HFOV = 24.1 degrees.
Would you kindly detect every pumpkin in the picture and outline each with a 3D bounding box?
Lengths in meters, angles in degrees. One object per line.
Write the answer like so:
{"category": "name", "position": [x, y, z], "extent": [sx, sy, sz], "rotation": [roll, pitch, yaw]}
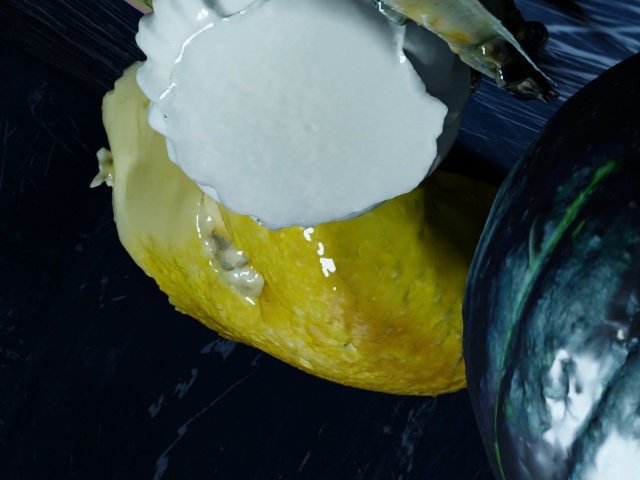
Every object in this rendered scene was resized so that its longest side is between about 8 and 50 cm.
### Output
{"category": "pumpkin", "position": [0.186, 0.066, 0.512], "extent": [0.315, 0.238, 0.315], "rotation": [28, -164, -9]}

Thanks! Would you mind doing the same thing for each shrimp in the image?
{"category": "shrimp", "position": [-0.001, -0.154, 0.699], "extent": [0.262, 0.051, 0.198], "rotation": [34, -178, -36]}

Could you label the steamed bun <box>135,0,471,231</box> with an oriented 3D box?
{"category": "steamed bun", "position": [-0.011, -0.094, 0.823], "extent": [0.183, 0.183, 0.106], "rotation": [29, -141, -15]}

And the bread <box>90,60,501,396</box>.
{"category": "bread", "position": [0.000, 0.000, 1.384], "extent": [0.361, 0.250, 0.394], "rotation": [29, 177, -35]}

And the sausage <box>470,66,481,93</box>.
{"category": "sausage", "position": [0.066, -0.108, 1.004], "extent": [0.025, 0.028, 0.198], "rotation": [5, -175, -16]}

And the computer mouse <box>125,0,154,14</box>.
{"category": "computer mouse", "position": [-0.074, -0.165, 0.936], "extent": [0.158, 0.071, 0.310], "rotation": [24, 175, 39]}
